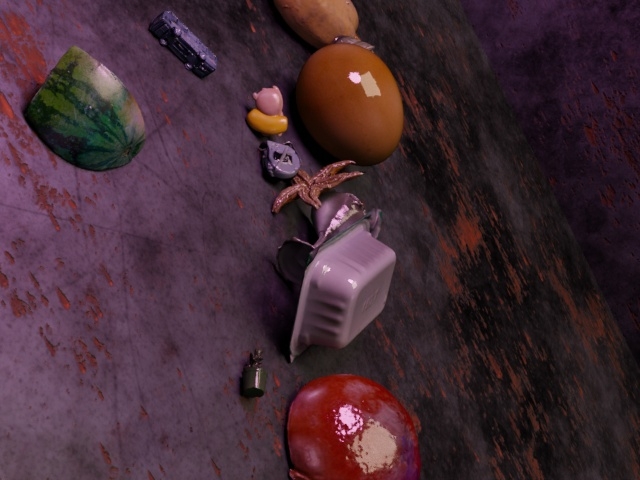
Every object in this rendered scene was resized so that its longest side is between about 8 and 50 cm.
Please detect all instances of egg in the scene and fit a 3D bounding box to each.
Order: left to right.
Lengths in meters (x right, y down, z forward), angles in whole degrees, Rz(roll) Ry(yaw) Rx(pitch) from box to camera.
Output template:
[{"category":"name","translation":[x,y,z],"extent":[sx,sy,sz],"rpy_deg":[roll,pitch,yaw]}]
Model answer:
[{"category":"egg","translation":[0.077,-0.332,2.137],"extent":[0.322,0.250,0.250],"rpy_deg":[61,31,-23]}]

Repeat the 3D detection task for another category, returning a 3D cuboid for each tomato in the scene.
[{"category":"tomato","translation":[0.083,0.421,1.710],"extent":[0.289,0.176,0.335],"rpy_deg":[21,54,-45]}]

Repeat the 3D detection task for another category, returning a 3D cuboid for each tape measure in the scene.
[{"category":"tape measure","translation":[-0.089,-0.179,1.955],"extent":[0.091,0.054,0.094],"rpy_deg":[-3,61,-26]}]

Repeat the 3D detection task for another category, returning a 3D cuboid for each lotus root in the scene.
[{"category":"lotus root","translation":[0.003,-0.605,2.313],"extent":[0.342,0.151,0.169],"rpy_deg":[34,62,-47]}]

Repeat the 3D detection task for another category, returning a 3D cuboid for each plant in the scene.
[{"category":"plant","translation":[-0.124,0.246,1.638],"extent":[0.051,0.051,0.102],"rpy_deg":[38,36,-36]}]

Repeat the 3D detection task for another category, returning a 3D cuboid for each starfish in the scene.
[{"category":"starfish","translation":[-0.016,-0.128,1.957],"extent":[0.240,0.227,0.043],"rpy_deg":[-123,-163,-56]}]

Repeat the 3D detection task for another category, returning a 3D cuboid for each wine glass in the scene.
[{"category":"wine glass","translation":[0.000,0.000,1.904],"extent":[0.156,0.156,0.232],"rpy_deg":[58,36,-12]}]

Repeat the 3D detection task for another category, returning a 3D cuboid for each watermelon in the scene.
[{"category":"watermelon","translation":[-0.403,-0.200,1.494],"extent":[0.231,0.128,0.146],"rpy_deg":[50,53,-27]}]

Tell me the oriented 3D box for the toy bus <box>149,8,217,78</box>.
[{"category":"toy bus","translation":[-0.291,-0.422,1.848],"extent":[0.166,0.047,0.065],"rpy_deg":[43,33,-34]}]

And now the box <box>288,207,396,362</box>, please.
[{"category":"box","translation":[0.065,0.105,1.823],"extent":[0.336,0.106,0.264],"rpy_deg":[-36,142,-57]}]

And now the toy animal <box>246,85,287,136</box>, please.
[{"category":"toy animal","translation":[-0.125,-0.292,1.988],"extent":[0.082,0.091,0.114],"rpy_deg":[-65,142,-85]}]

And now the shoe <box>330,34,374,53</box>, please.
[{"category":"shoe","translation":[0.128,-0.406,2.301],"extent":[0.109,0.149,0.293],"rpy_deg":[-38,125,-16]}]
